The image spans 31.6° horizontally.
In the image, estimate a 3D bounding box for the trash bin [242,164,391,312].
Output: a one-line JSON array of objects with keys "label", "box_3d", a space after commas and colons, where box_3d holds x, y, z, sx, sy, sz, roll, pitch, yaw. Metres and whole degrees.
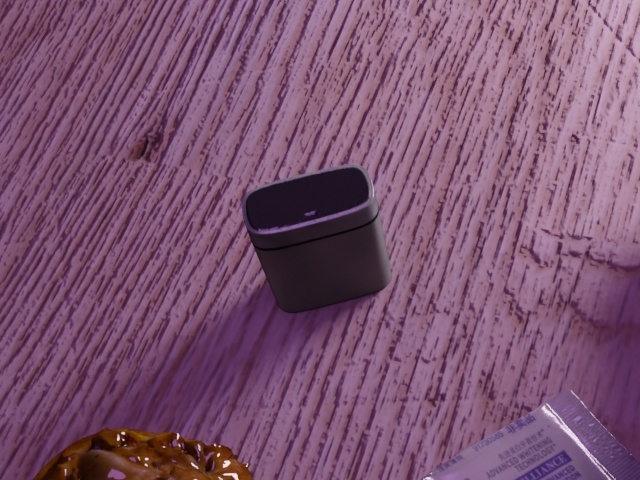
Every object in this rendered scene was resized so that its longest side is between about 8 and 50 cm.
[{"label": "trash bin", "box_3d": [0.000, 0.000, 1.017, 0.116, 0.130, 0.059, -13, 53, 3]}]

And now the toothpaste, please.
[{"label": "toothpaste", "box_3d": [0.119, 0.220, 0.883, 0.282, 0.068, 0.099, -27, 81, -15]}]

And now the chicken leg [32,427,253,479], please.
[{"label": "chicken leg", "box_3d": [-0.077, 0.310, 0.775, 0.295, 0.182, 0.409, -16, 62, 16]}]
